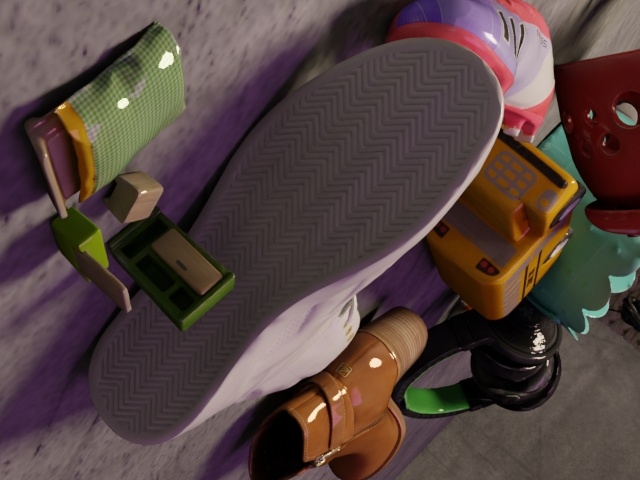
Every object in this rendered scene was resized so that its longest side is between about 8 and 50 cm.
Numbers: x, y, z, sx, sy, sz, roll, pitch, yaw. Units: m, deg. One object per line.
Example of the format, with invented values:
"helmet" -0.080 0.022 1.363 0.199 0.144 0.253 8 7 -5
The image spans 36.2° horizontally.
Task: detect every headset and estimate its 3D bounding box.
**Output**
"headset" 0.294 0.178 1.415 0.394 0.185 0.243 -21 147 -1

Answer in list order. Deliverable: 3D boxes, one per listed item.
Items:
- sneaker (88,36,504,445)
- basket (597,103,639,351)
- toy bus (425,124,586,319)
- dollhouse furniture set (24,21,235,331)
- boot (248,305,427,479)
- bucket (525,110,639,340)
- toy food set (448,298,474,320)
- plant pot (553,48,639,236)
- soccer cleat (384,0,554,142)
"sneaker" 0.000 0.000 0.603 0.292 0.108 0.169 -43 167 15
"basket" 0.553 -0.050 1.530 0.328 0.266 0.331 -26 147 -43
"toy bus" 0.184 -0.011 1.020 0.130 0.108 0.333 -46 164 -1
"dollhouse furniture set" -0.075 -0.015 0.438 0.076 0.058 0.152 -42 162 -23
"boot" 0.010 0.219 1.083 0.220 0.109 0.283 -34 156 -43
"bucket" 0.348 -0.032 1.252 0.281 0.183 0.281 -43 163 -17
"toy food set" 0.290 0.121 1.581 0.111 0.104 0.232 -53 163 14
"plant pot" 0.328 -0.100 0.941 0.191 0.191 0.174 -21 105 -58
"soccer cleat" 0.105 -0.128 0.640 0.248 0.083 0.095 13 88 -66
